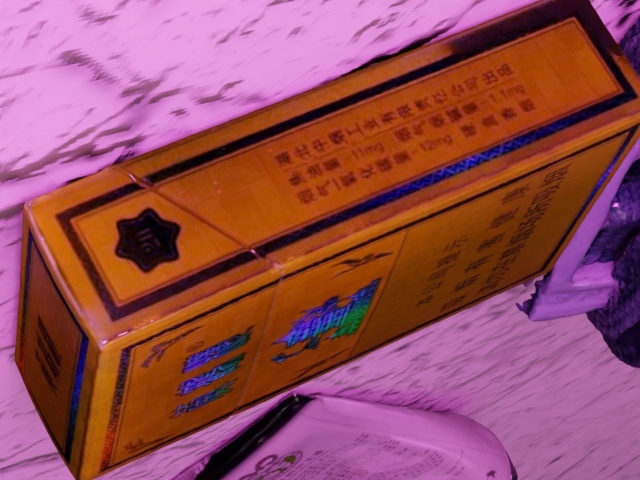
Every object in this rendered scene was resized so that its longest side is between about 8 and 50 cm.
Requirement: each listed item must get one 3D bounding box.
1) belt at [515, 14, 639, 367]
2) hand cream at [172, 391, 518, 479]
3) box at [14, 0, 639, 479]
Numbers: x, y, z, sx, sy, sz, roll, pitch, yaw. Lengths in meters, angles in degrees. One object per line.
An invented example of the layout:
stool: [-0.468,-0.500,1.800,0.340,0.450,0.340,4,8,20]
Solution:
belt: [0.158,-0.020,0.729,0.129,0.122,0.218,-11,156,-12]
hand cream: [0.030,0.143,1.089,0.121,0.076,0.336,-42,153,19]
box: [0.000,0.000,0.637,0.220,0.064,0.141,-25,162,-20]
